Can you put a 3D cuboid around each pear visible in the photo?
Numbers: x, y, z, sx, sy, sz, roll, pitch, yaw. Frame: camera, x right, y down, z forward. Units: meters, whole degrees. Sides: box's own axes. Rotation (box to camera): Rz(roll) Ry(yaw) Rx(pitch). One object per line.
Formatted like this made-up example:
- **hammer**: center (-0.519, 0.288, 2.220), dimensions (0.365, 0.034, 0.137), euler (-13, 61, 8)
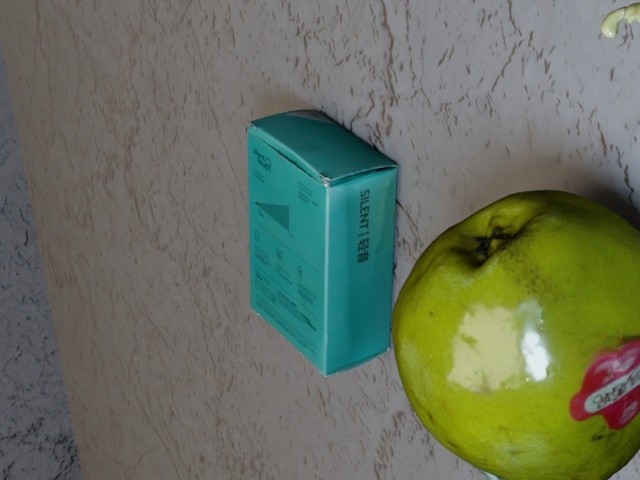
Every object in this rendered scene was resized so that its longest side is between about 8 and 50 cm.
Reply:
- **pear**: center (0.226, 0.116, 1.408), dimensions (0.287, 0.287, 0.375), euler (38, 163, 46)

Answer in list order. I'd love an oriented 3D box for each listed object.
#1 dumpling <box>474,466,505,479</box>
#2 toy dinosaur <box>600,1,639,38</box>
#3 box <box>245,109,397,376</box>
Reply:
- **dumpling**: center (0.212, 0.206, 1.669), dimensions (0.108, 0.153, 0.219), euler (-11, 79, 19)
- **toy dinosaur**: center (0.303, -0.272, 1.158), dimensions (0.177, 0.194, 0.152), euler (32, 146, 21)
- **box**: center (0.000, 0.000, 1.886), dimensions (0.205, 0.118, 0.311), euler (36, 136, 44)
